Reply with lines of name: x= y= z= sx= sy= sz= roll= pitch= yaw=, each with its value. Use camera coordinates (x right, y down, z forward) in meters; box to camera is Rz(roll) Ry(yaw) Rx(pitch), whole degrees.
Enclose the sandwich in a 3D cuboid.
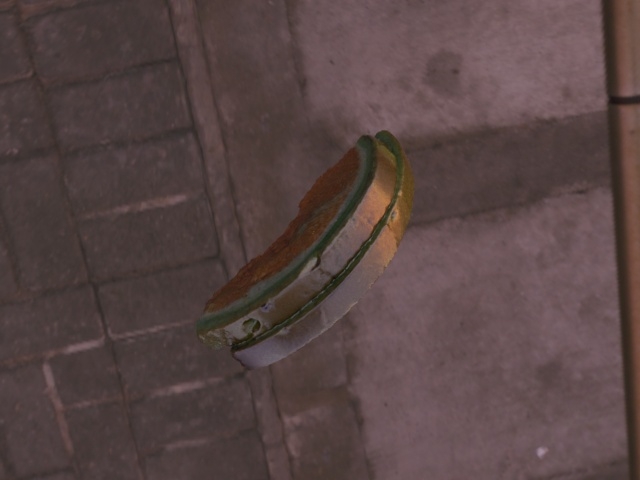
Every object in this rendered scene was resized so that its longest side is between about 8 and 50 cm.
sandwich: x=0.002 y=-0.001 z=0.427 sx=0.029 sy=0.067 sz=0.135 roll=48 pitch=66 yaw=-30
